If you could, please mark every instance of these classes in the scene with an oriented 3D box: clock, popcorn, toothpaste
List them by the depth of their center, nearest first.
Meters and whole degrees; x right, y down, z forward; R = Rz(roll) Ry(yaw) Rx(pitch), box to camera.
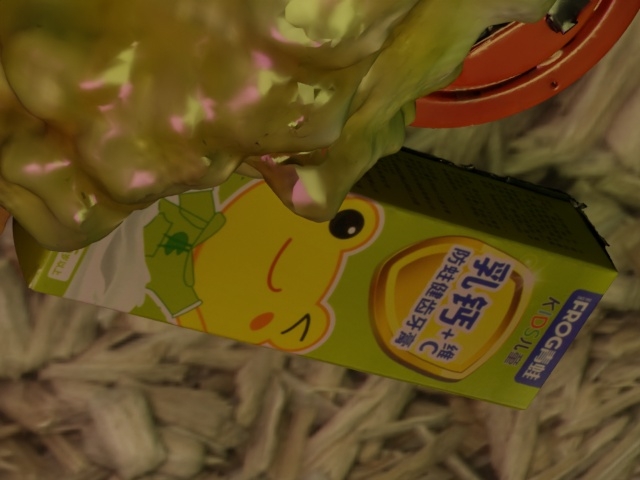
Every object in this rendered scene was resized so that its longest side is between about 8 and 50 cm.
[{"bbox_3d":[-0.035,-0.153,0.745,0.335,0.279,0.274,-45,83,18],"label":"popcorn"},{"bbox_3d":[0.079,-0.146,0.937,0.205,0.051,0.205,-9,127,-12],"label":"clock"},{"bbox_3d":[0.000,0.000,1.002,0.327,0.077,0.110,16,118,-28],"label":"toothpaste"}]

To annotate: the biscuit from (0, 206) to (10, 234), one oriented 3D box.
[{"bbox_3d":[-0.273,-0.064,0.888,0.202,0.044,0.288,-36,130,10],"label":"biscuit"}]
